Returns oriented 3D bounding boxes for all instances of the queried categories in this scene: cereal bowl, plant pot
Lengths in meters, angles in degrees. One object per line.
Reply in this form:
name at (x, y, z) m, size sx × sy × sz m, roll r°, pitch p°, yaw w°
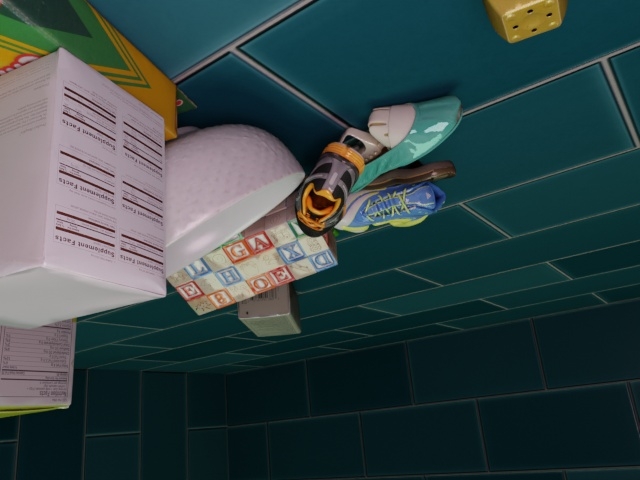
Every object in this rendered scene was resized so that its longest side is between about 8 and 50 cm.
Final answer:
cereal bowl at (-0.197, -0.053, 0.773) m, size 0.339 × 0.141 × 0.339 m, roll -35°, pitch 180°, yaw 0°
plant pot at (0.189, -0.238, 0.527) m, size 0.081 × 0.083 × 0.081 m, roll -13°, pitch 160°, yaw 24°

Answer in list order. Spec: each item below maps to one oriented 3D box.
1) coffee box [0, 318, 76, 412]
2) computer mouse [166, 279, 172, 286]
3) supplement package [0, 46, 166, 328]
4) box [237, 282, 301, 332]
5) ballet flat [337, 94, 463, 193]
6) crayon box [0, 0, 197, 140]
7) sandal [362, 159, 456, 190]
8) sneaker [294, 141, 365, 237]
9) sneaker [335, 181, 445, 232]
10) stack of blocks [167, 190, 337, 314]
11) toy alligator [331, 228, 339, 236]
coffee box at (-0.728, 0.180, 1.105) m, size 0.338 × 0.334 × 0.338 m, roll -17°, pitch 158°, yaw 31°
computer mouse at (-0.290, 0.062, 1.291) m, size 0.272 × 0.072 × 0.188 m, roll -4°, pitch 162°, yaw -3°
supplement package at (-0.273, -0.036, 0.553) m, size 0.194 × 0.203 × 0.149 m, roll -13°, pitch 160°, yaw 22°
box at (-0.144, 0.195, 1.643) m, size 0.148 × 0.121 × 0.311 m, roll -6°, pitch 161°, yaw 0°
ballet flat at (0.084, -0.139, 0.801) m, size 0.087 × 0.083 × 0.247 m, roll 24°, pitch 146°, yaw -30°
crayon box at (-0.297, -0.167, 0.605) m, size 0.202 × 0.081 × 0.318 m, roll -12°, pitch 161°, yaw 17°
sandal at (0.118, -0.115, 0.883) m, size 0.090 × 0.060 × 0.219 m, roll -13°, pitch -173°, yaw -30°
sneaker at (-0.003, -0.056, 0.834) m, size 0.084 × 0.083 × 0.215 m, roll 26°, pitch 150°, yaw 2°
sneaker at (0.119, -0.074, 0.975) m, size 0.240 × 0.091 × 0.126 m, roll -6°, pitch 169°, yaw -37°
stack of blocks at (-0.138, 0.009, 1.033) m, size 0.297 × 0.087 × 0.171 m, roll -20°, pitch 126°, yaw 13°
toy alligator at (0.000, 0.000, 1.175) m, size 0.190 × 0.051 × 0.056 m, roll -21°, pitch 156°, yaw 15°
